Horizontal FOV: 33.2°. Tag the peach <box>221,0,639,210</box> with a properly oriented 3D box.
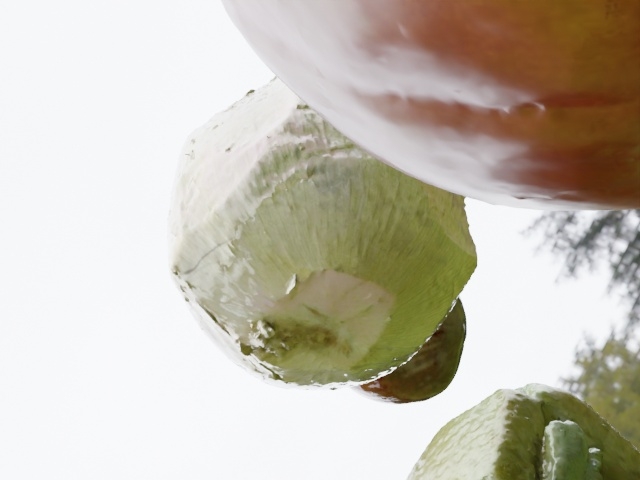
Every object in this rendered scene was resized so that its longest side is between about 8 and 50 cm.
[{"bbox_3d":[0.116,-0.177,0.435,0.343,0.302,0.343,-31,-40,-31],"label":"peach"}]

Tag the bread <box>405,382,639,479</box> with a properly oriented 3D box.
[{"bbox_3d":[0.136,0.205,0.603,0.186,0.257,0.124,1,-32,-41],"label":"bread"}]

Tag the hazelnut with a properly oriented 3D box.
[{"bbox_3d":[0.112,0.121,1.491,0.181,0.181,0.212,9,-102,-83],"label":"hazelnut"}]

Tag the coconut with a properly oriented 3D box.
[{"bbox_3d":[0.000,0.000,1.014,0.297,0.254,0.297,-3,-63,-7],"label":"coconut"}]
